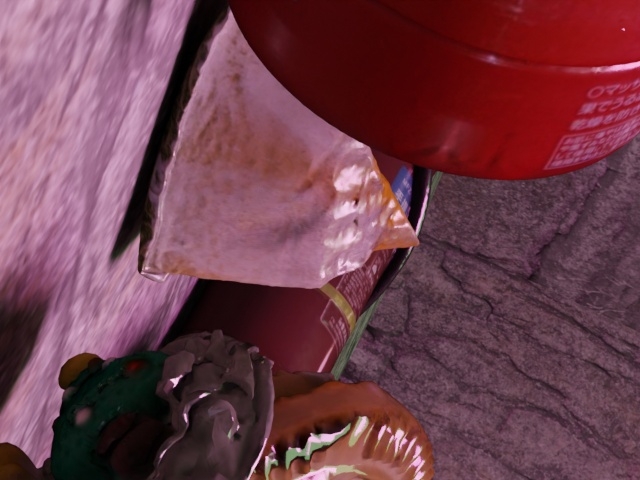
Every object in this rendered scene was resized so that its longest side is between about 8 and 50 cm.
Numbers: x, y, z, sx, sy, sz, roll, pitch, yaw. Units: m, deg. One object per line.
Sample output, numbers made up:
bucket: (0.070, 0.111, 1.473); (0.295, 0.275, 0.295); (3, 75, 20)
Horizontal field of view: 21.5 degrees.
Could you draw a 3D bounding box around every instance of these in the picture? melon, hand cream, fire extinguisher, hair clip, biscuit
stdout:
melon: (-0.026, -0.029, 0.750); (0.139, 0.093, 0.202); (-42, 152, -6)
hand cream: (0.064, -0.127, 0.614); (0.193, 0.193, 0.125); (-60, 174, -42)
fire extinguisher: (0.000, 0.000, 1.092); (0.341, 0.105, 0.141); (-61, -172, -32)
hair clip: (-0.131, 0.165, 0.609); (0.321, 0.091, 0.138); (-64, -162, -6)
biscuit: (-0.052, 0.172, 0.920); (0.259, 0.079, 0.259); (-28, 143, -23)
